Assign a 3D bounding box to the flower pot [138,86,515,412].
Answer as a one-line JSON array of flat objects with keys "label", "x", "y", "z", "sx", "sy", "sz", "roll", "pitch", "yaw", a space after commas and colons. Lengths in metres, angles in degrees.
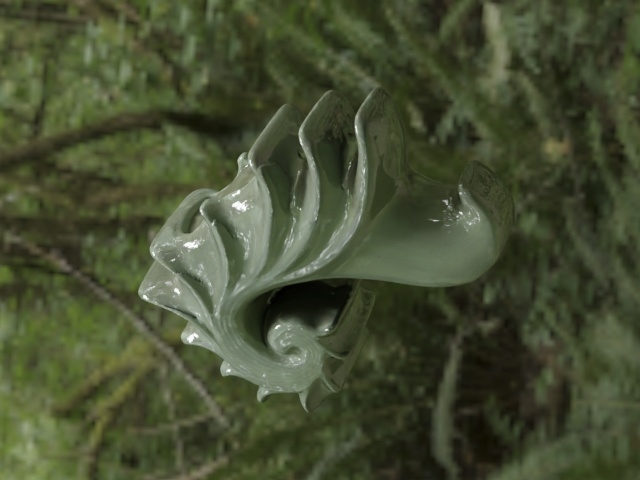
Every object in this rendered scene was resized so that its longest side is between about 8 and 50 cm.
[{"label": "flower pot", "x": 0.000, "y": 0.000, "z": 1.681, "sx": 0.367, "sy": 0.254, "sz": 0.164, "roll": -42, "pitch": 10, "yaw": 35}]
